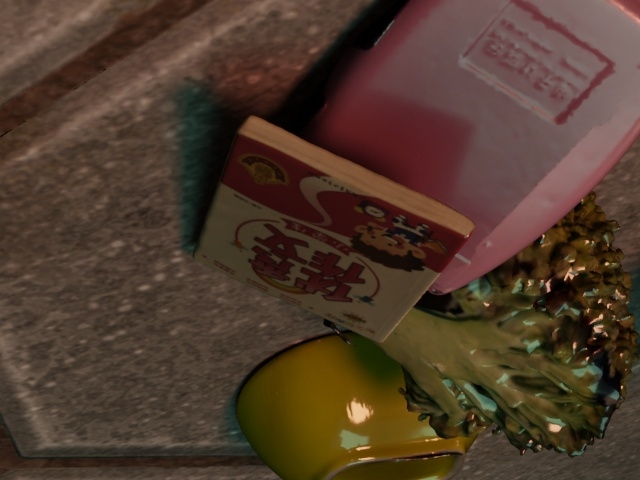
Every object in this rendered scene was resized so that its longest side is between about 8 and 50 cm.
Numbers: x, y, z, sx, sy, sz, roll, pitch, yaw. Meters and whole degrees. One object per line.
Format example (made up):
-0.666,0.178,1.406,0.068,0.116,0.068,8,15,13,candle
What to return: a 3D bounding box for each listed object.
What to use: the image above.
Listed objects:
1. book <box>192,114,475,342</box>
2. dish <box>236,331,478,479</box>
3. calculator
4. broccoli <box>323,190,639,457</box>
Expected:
0.000,0.000,1.031,0.162,0.022,0.232,26,155,-2,book
0.059,0.178,1.395,0.262,0.108,0.221,-8,150,-13,dish
0.103,-0.079,0.976,0.194,0.043,0.294,31,128,-14,calculator
0.140,0.035,1.198,0.180,0.273,0.242,-50,159,-37,broccoli
